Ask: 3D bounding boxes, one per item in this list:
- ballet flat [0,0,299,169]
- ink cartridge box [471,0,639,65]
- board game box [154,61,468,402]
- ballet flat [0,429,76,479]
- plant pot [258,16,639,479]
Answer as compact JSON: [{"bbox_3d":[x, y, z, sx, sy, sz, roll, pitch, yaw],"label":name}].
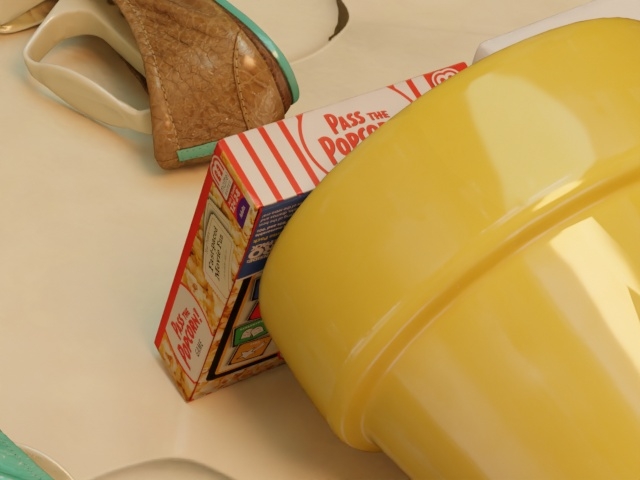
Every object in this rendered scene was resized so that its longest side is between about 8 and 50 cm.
[{"bbox_3d":[-0.152,-0.159,1.164,0.124,0.116,0.342,-34,57,-13],"label":"ballet flat"},{"bbox_3d":[0.332,-0.070,1.124,0.385,0.091,0.308,-25,51,-29],"label":"ink cartridge box"},{"bbox_3d":[0.000,0.000,0.922,0.147,0.193,0.045,-19,64,-27],"label":"board game box"},{"bbox_3d":[-0.120,0.147,0.834,0.247,0.083,0.087,33,34,24],"label":"ballet flat"},{"bbox_3d":[0.135,0.061,0.853,0.254,0.254,0.239,-22,64,-28],"label":"plant pot"}]
